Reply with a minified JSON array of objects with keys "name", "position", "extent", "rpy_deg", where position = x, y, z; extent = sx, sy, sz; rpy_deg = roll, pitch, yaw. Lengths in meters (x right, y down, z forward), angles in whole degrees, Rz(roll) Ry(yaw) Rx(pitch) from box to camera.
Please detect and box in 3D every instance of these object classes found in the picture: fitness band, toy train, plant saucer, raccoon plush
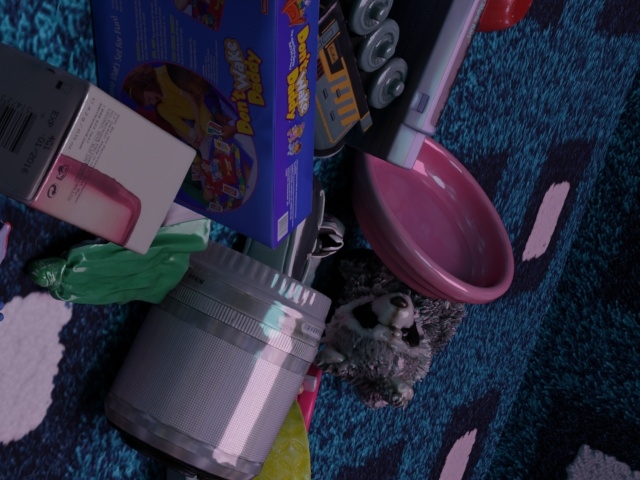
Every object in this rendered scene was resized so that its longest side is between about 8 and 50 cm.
[{"name":"fitness band","position":[-0.041,0.291,2.185],"extent":[0.291,0.054,0.209],"rpy_deg":[-58,158,-80]},{"name":"toy train","position":[0.004,-0.239,1.782],"extent":[0.190,0.142,0.334],"rpy_deg":[-46,155,-13]},{"name":"plant saucer","position":[0.165,-0.033,2.153],"extent":[0.084,0.332,0.332],"rpy_deg":[-38,172,31]},{"name":"raccoon plush","position":[0.107,0.222,2.235],"extent":[0.299,0.216,0.446],"rpy_deg":[-65,158,-43]}]

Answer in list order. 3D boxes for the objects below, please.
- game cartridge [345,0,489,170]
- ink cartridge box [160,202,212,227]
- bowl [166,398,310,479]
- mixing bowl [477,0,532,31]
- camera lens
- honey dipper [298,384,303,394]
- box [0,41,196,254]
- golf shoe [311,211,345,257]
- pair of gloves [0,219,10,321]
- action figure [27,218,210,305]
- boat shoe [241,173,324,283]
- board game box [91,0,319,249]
[{"name":"game cartridge","position":[0.144,-0.283,1.950],"extent":[0.068,0.230,0.355],"rpy_deg":[20,96,-26]},{"name":"ink cartridge box","position":[-0.153,-0.080,1.684],"extent":[0.235,0.056,0.171],"rpy_deg":[-49,165,27]},{"name":"bowl","position":[-0.134,0.349,1.968],"extent":[0.156,0.289,0.289],"rpy_deg":[4,116,-20]},{"name":"mixing bowl","position":[0.298,-0.421,2.277],"extent":[0.181,0.098,0.181],"rpy_deg":[-46,150,-37]},{"name":"camera lens","position":[-0.131,0.157,1.741],"extent":[0.274,0.219,0.219],"rpy_deg":[-64,157,-4]},{"name":"honey dipper","position":[-0.091,0.176,1.924],"extent":[0.030,0.160,0.030],"rpy_deg":[-49,153,-36]},{"name":"box","position":[-0.251,-0.088,1.334],"extent":[0.127,0.148,0.232],"rpy_deg":[-64,157,-3]},{"name":"golf shoe","position":[0.000,0.000,2.052],"extent":[0.186,0.086,0.067],"rpy_deg":[-11,121,-65]},{"name":"pair of gloves","position":[-0.353,0.068,1.374],"extent":[0.159,0.023,0.198],"rpy_deg":[-60,168,-64]},{"name":"action figure","position":[-0.241,0.027,1.566],"extent":[0.232,0.063,0.137],"rpy_deg":[-7,132,-53]},{"name":"boat shoe","position":[-0.067,0.042,1.908],"extent":[0.091,0.114,0.303],"rpy_deg":[17,96,-64]},{"name":"board game box","position":[-0.121,-0.183,1.415],"extent":[0.078,0.233,0.347],"rpy_deg":[-45,150,-40]}]
